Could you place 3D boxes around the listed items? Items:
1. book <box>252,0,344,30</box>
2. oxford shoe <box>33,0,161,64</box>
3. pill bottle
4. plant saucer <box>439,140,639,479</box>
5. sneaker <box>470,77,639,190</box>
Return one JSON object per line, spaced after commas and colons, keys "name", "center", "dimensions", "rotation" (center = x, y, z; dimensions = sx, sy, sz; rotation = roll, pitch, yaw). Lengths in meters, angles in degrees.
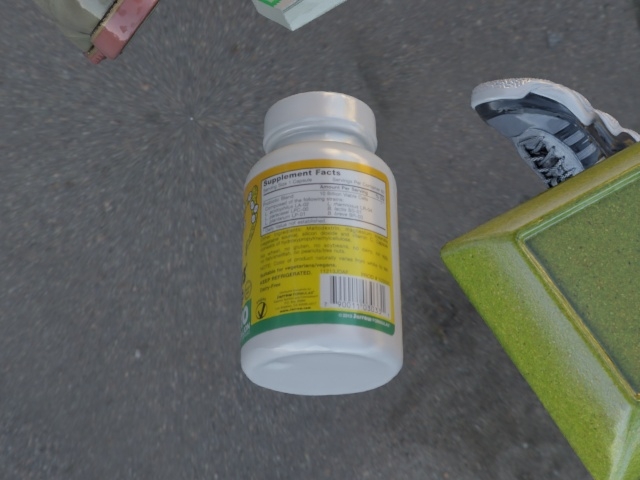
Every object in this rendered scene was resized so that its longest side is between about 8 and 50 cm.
{"name": "book", "center": [0.010, -0.258, 1.089], "dimensions": [0.144, 0.096, 0.035], "rotation": [-35, 120, -8]}
{"name": "oxford shoe", "center": [-0.248, -0.274, 1.205], "dimensions": [0.130, 0.348, 0.123], "rotation": [37, 86, -17]}
{"name": "pill bottle", "center": [0.000, 0.000, 0.831], "dimensions": [0.117, 0.117, 0.208], "rotation": [2, 66, -7]}
{"name": "plant saucer", "center": [0.203, 0.028, 0.696], "dimensions": [0.188, 0.045, 0.188], "rotation": [-27, 67, -14]}
{"name": "sneaker", "center": [0.277, -0.081, 1.298], "dimensions": [0.268, 0.101, 0.153], "rotation": [21, 70, -32]}
